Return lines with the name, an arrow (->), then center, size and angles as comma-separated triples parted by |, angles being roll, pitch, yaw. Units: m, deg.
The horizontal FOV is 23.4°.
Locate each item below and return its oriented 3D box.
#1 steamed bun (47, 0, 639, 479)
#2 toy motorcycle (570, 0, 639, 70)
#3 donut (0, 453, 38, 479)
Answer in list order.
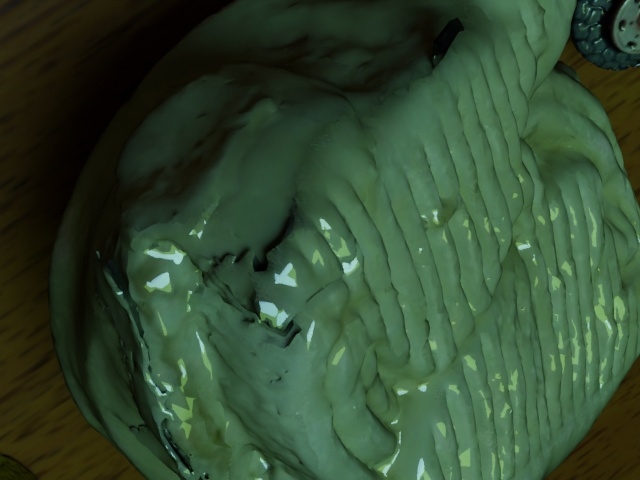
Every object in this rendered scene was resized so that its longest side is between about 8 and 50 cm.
steamed bun -> 0.000, 0.000, 0.797 | 0.394, 0.237, 0.346 | 12, 85, -56
toy motorcycle -> 0.282, -0.191, 0.921 | 0.298, 0.089, 0.171 | -15, 123, -21
donut -> -0.210, 0.175, 0.903 | 0.108, 0.043, 0.097 | -51, 130, 1
